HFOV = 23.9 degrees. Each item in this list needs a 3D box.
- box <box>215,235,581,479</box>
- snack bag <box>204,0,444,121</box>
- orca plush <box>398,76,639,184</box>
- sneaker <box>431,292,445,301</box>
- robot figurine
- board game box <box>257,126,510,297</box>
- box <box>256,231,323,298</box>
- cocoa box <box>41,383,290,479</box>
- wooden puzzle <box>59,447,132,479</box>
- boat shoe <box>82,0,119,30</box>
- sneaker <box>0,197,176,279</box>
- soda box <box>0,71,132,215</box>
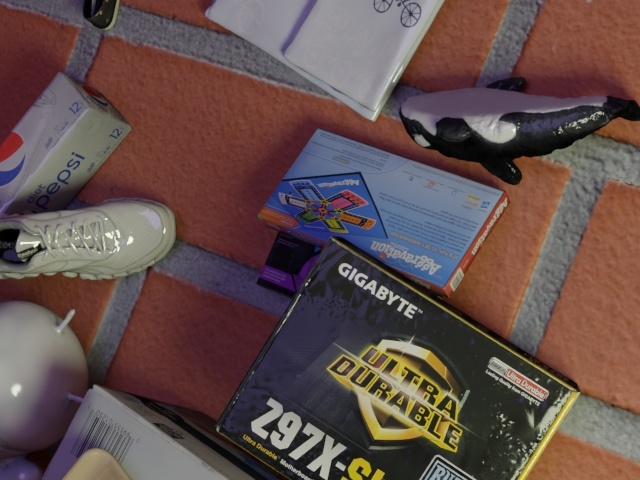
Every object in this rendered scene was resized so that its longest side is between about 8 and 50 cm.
[{"bbox_3d":[0.084,0.185,1.681,0.322,0.079,0.257,33,96,9],"label":"box"},{"bbox_3d":[0.029,-0.367,1.961,0.342,0.037,0.323,36,101,34],"label":"snack bag"},{"bbox_3d":[0.233,-0.121,1.773,0.287,0.102,0.151,-6,28,19],"label":"orca plush"},{"bbox_3d":[0.044,0.167,1.773,0.271,0.100,0.108,-34,66,18],"label":"sneaker"},{"bbox_3d":[-0.452,0.196,1.999,0.353,0.200,0.300,-18,90,26],"label":"robot figurine"},{"bbox_3d":[0.072,-0.038,1.817,0.281,0.027,0.145,22,67,33],"label":"board game box"},{"bbox_3d":[0.000,0.000,1.888,0.116,0.029,0.162,20,84,33],"label":"box"},{"bbox_3d":[-0.136,0.355,1.743,0.347,0.228,0.231,29,93,34],"label":"cocoa box"},{"bbox_3d":[-0.236,0.380,1.639,0.238,0.044,0.221,45,102,27],"label":"wooden puzzle"},{"bbox_3d":[-0.313,-0.371,2.181,0.049,0.042,0.133,-5,72,32],"label":"boat shoe"},{"bbox_3d":[-0.336,0.003,1.998,0.292,0.118,0.110,-8,89,5],"label":"sneaker"},{"bbox_3d":[-0.401,-0.091,2.116,0.286,0.098,0.091,-49,57,10],"label":"soda box"}]
